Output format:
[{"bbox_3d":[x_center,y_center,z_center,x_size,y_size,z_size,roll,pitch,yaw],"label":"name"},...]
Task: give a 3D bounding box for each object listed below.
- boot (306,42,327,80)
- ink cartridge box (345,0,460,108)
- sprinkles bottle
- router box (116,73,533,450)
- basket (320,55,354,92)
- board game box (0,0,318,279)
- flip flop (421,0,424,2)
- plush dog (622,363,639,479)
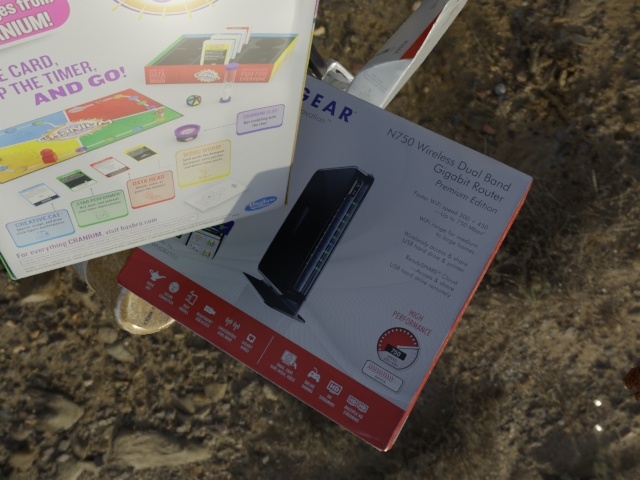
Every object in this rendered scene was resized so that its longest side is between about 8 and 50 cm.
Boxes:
[{"bbox_3d":[-0.030,-0.533,1.347,0.222,0.118,0.338,-35,90,-4],"label":"boot"},{"bbox_3d":[0.196,-0.430,1.246,0.091,0.308,0.385,38,148,1],"label":"ink cartridge box"},{"bbox_3d":[-0.312,-0.018,0.864,0.121,0.355,0.121,-30,140,-29],"label":"sprinkles bottle"},{"bbox_3d":[0.000,0.000,0.662,0.335,0.082,0.301,28,83,17],"label":"router box"},{"bbox_3d":[0.000,-0.404,1.664,0.113,0.103,0.167,31,101,-41],"label":"basket"},{"bbox_3d":[-0.128,-0.105,0.411,0.242,0.064,0.317,-16,153,-19],"label":"board game box"},{"bbox_3d":[0.206,-0.654,1.455,0.080,0.112,0.277,-18,116,44],"label":"flip flop"},{"bbox_3d":[0.362,0.167,0.471,0.262,0.226,0.211,-1,153,20],"label":"plush dog"}]
